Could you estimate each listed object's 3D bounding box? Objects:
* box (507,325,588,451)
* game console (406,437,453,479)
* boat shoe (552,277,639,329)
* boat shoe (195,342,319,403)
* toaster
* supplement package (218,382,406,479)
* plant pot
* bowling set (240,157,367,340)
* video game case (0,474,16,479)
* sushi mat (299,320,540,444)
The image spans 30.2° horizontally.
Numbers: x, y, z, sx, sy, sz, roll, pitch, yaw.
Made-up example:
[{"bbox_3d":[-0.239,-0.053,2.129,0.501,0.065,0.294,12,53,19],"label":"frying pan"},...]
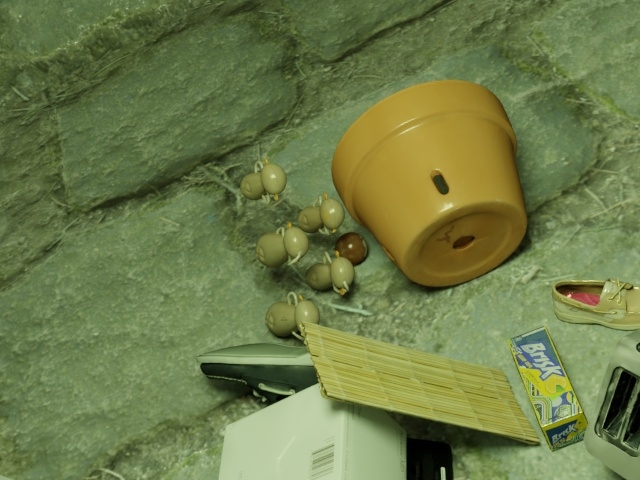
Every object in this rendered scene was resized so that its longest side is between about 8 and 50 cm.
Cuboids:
[{"bbox_3d":[0.301,0.193,1.571,0.059,0.054,0.169,-22,37,7],"label":"box"},{"bbox_3d":[0.116,0.327,1.562,0.107,0.071,0.122,8,41,-4],"label":"game console"},{"bbox_3d":[0.399,0.082,1.638,0.170,0.059,0.063,-2,44,30],"label":"boat shoe"},{"bbox_3d":[-0.051,0.200,1.742,0.302,0.091,0.114,-3,7,35],"label":"boat shoe"},{"bbox_3d":[0.413,0.208,1.381,0.110,0.186,0.168,-7,28,-44],"label":"toaster"},{"bbox_3d":[-0.012,0.335,1.487,0.204,0.145,0.262,-27,35,25],"label":"supplement package"},{"bbox_3d":[0.183,-0.067,1.794,0.290,0.291,0.204,-24,55,4],"label":"plant pot"},{"bbox_3d":[0.000,0.000,1.861,0.199,0.287,0.154,-14,-1,-24],"label":"bowling set"},{"bbox_3d":[-0.470,0.500,1.695,0.299,0.036,0.329,7,49,37],"label":"video game case"},{"bbox_3d":[0.126,0.185,1.535,0.019,0.316,0.151,-63,24,27],"label":"sushi mat"}]
